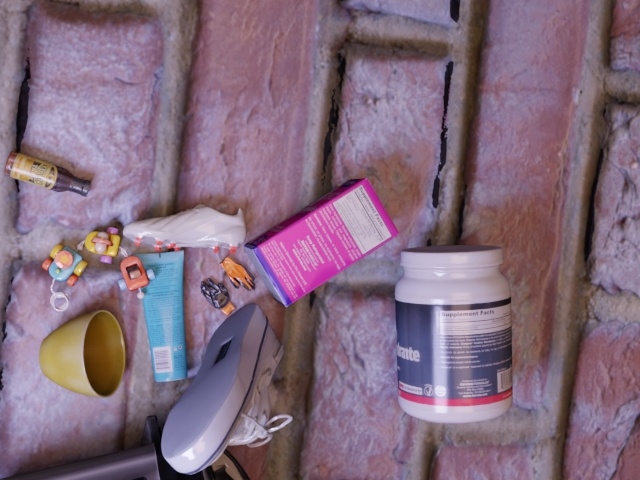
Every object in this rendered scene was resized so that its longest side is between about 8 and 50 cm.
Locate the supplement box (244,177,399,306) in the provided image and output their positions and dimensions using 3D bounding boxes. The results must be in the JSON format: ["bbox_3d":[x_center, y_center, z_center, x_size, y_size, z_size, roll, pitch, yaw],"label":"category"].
[{"bbox_3d":[0.000,0.000,1.391,0.220,0.111,0.114,-31,99,-10],"label":"supplement box"}]

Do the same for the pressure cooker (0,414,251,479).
[{"bbox_3d":[-0.274,0.480,1.231,0.420,0.375,0.370,-10,114,-12],"label":"pressure cooker"}]

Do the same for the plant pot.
[{"bbox_3d":[-0.375,0.178,1.316,0.095,0.134,0.134,-6,95,13],"label":"plant pot"}]

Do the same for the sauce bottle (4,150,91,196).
[{"bbox_3d":[-0.422,-0.101,1.324,0.128,0.042,0.042,17,89,-13],"label":"sauce bottle"}]

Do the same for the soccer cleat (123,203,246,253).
[{"bbox_3d":[-0.216,-0.022,1.369,0.196,0.068,0.076,3,77,-14],"label":"soccer cleat"}]

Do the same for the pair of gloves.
[{"bbox_3d":[-0.153,0.075,1.412,0.083,0.010,0.074,-46,103,-4],"label":"pair of gloves"}]

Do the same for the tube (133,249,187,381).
[{"bbox_3d":[-0.251,0.122,1.375,0.080,0.052,0.207,-5,88,-15],"label":"tube"}]

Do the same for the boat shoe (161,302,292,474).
[{"bbox_3d":[-0.117,0.247,1.271,0.136,0.367,0.156,-33,106,18],"label":"boat shoe"}]

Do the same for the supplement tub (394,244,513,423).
[{"bbox_3d":[0.219,0.149,1.408,0.191,0.191,0.272,-3,93,-13],"label":"supplement tub"}]

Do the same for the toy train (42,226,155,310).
[{"bbox_3d":[-0.350,0.045,1.333,0.166,0.046,0.125,-16,81,-11],"label":"toy train"}]
